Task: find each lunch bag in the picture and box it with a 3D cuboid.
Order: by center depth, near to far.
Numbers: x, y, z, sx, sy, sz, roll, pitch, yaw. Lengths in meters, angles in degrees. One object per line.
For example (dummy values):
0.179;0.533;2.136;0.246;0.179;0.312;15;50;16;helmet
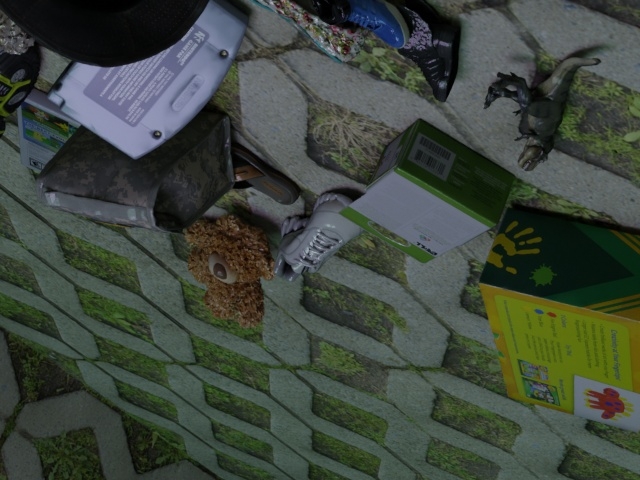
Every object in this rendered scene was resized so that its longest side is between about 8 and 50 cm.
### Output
-0.312;-0.110;2.089;0.235;0.287;0.169;13;125;22;lunch bag

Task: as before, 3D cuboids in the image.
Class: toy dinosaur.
0.292;-0.194;1.699;0.118;0.064;0.268;16;152;2;toy dinosaur

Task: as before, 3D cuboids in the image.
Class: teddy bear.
-0.200;0.064;2.491;0.338;0.113;0.245;1;106;65;teddy bear

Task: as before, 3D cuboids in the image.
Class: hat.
-0.304;-0.403;1.666;0.331;0.331;0.134;32;-169;-17;hat

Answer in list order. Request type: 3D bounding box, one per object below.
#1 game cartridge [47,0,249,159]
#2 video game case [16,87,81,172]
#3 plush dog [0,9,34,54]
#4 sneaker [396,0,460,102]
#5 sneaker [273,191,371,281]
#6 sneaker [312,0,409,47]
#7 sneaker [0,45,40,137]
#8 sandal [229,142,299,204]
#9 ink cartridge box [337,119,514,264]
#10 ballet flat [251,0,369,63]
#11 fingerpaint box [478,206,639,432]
-0.252;-0.269;1.861;0.198;0.062;0.297;32;117;-24;game cartridge
-0.444;-0.160;2.435;0.329;0.036;0.300;25;155;0;video game case
-0.620;-0.356;1.980;0.210;0.225;0.262;9;151;30;plush dog
0.144;-0.264;1.702;0.089;0.051;0.170;19;150;12;sneaker
0.000;0.000;2.265;0.110;0.118;0.292;32;152;-13;sneaker
0.045;-0.299;1.631;0.152;0.084;0.058;48;149;-11;sneaker
-0.637;-0.277;2.252;0.147;0.145;0.384;56;138;2;sneaker
-0.141;-0.116;2.225;0.219;0.060;0.090;33;154;-18;sandal
0.164;-0.071;2.006;0.188;0.097;0.255;30;156;-12;ink cartridge box
-0.029;-0.337;1.695;0.241;0.091;0.077;31;124;-24;ballet flat
0.491;0.155;2.079;0.371;0.163;0.445;13;153;24;fingerpaint box
